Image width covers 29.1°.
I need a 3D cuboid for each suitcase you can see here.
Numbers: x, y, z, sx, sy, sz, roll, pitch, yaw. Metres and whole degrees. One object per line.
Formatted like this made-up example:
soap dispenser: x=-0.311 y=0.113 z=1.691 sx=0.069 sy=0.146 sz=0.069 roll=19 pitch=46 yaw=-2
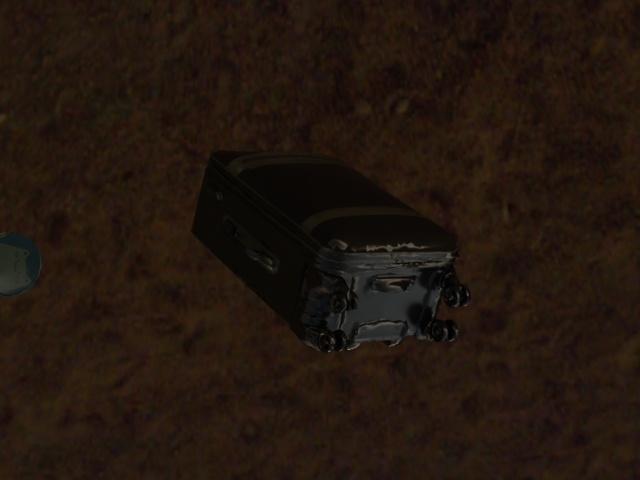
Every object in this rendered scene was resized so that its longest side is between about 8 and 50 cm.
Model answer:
suitcase: x=0.000 y=0.000 z=1.861 sx=0.283 sy=0.434 sz=0.194 roll=-1 pitch=115 yaw=-37

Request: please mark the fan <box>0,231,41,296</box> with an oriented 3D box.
fan: x=-0.564 y=0.044 z=2.124 sx=0.175 sy=0.005 sz=0.113 roll=-7 pitch=95 yaw=-35
